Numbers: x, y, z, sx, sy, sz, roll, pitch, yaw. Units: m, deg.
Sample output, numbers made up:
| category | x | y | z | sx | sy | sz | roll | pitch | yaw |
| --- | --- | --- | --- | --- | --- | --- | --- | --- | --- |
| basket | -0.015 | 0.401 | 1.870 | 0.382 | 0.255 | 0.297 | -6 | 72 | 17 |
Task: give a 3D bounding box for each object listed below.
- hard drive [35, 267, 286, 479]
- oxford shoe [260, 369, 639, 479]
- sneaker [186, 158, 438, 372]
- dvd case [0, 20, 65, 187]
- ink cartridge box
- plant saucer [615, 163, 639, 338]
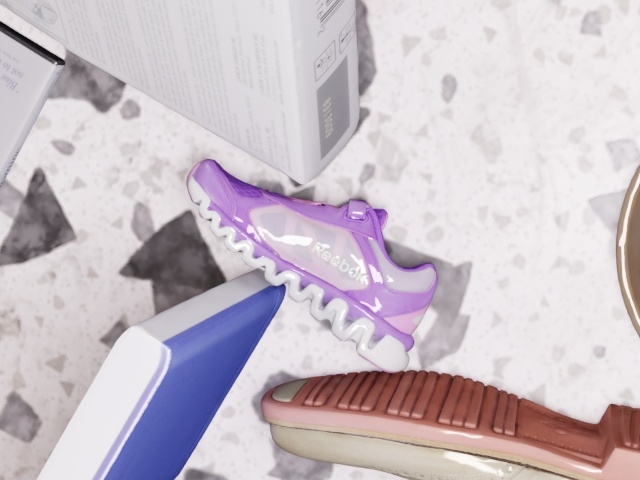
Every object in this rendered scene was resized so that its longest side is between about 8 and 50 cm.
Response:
| category | x | y | z | sx | sy | sz | roll | pitch | yaw |
| --- | --- | --- | --- | --- | --- | --- | --- | --- | --- |
| hard drive | -0.128 | 0.135 | 1.260 | 0.040 | 0.319 | 0.210 | 33 | 102 | 8 |
| oxford shoe | 0.139 | 0.198 | 1.303 | 0.397 | 0.140 | 0.146 | 11 | 105 | 14 |
| sneaker | 0.000 | 0.000 | 1.340 | 0.236 | 0.095 | 0.104 | 38 | 96 | 2 |
| dvd case | -0.356 | -0.092 | 1.441 | 0.180 | 0.022 | 0.253 | 31 | 102 | 8 |
| ink cartridge box | -0.148 | -0.236 | 1.252 | 0.385 | 0.308 | 0.091 | 32 | 67 | 19 |
| plant saucer | 0.371 | 0.008 | 1.277 | 0.278 | 0.041 | 0.277 | 2 | 96 | 14 |
